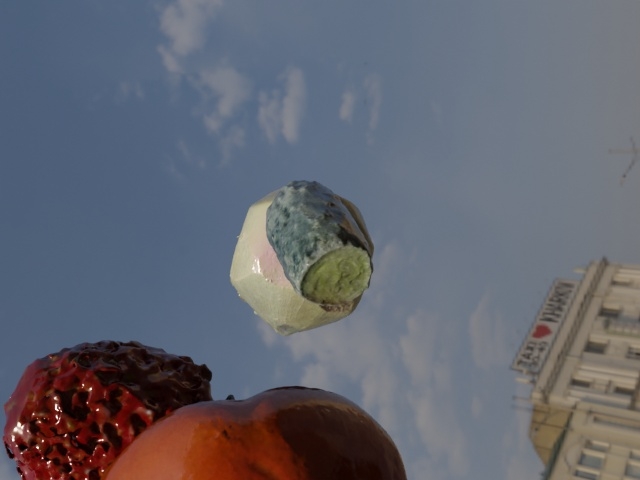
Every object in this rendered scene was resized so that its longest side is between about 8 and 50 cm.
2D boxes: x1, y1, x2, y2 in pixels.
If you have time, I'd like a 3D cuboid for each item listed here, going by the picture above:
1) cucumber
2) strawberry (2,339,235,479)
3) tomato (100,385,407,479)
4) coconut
[{"bbox_3d":[-0.001,0.000,0.491,0.064,0.112,0.064,-6,-68,-14],"label":"cucumber"},{"bbox_3d":[-0.227,0.196,0.739,0.178,0.233,0.234,34,-114,-39],"label":"strawberry"},{"bbox_3d":[-0.051,0.229,0.588,0.260,0.259,0.180,36,-151,-51],"label":"tomato"},{"bbox_3d":[-0.036,0.038,1.174,0.227,0.227,0.231,42,-121,-49],"label":"coconut"}]
